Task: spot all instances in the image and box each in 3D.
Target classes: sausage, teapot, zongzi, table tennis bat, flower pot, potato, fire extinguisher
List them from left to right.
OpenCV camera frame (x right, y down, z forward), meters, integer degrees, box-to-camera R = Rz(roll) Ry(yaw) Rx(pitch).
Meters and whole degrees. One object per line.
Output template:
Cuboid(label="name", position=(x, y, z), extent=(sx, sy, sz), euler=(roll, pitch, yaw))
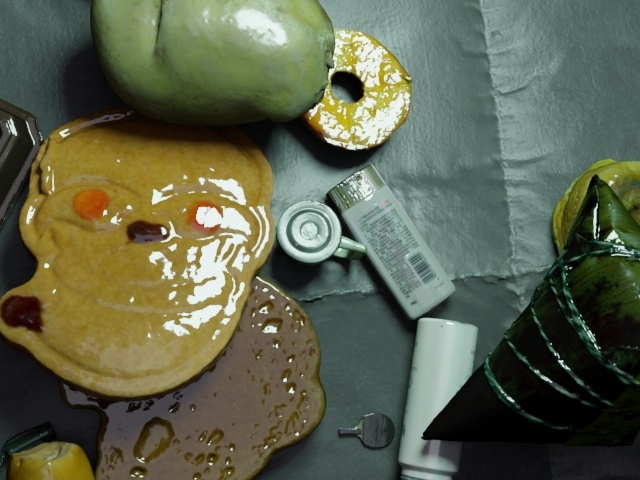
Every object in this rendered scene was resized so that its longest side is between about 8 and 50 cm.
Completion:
Cuboid(label="flower pot", position=(-0.505, -0.099, 1.475), extent=(0.179, 0.084, 0.251), euler=(26, 79, -5))
Cuboid(label="fire extinguisher", position=(-0.409, 0.280, 1.474), extent=(0.083, 0.025, 0.038), euler=(-29, 51, -11))
Cuboid(label="sausage", position=(-0.332, 0.446, 1.408), extent=(0.116, 0.134, 0.354), euler=(-16, 98, -54))
Cuboid(label="potato", position=(-0.143, -0.279, 1.453), extent=(0.326, 0.221, 0.243), euler=(0, 63, -3))
Cuboid(label="teapot", position=(-0.007, 0.005, 1.537), extent=(0.124, 0.091, 0.092), euler=(44, 79, 4))
Cuboid(label="table tennis bat", position=(0.068, 0.277, 1.555), extent=(0.083, 0.007, 0.050), euler=(0, 83, -10))
Cuboid(label="zongzi", position=(0.321, 0.166, 1.444), extent=(0.362, 0.383, 0.319), euler=(-7, 42, -19))

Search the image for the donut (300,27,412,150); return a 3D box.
Cuboid(label="donut", position=(0.039, -0.217, 1.581), extent=(0.190, 0.074, 0.174), euler=(36, 80, 1))

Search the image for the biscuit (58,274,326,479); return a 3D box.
Cuboid(label="biscuit", position=(-0.185, 0.207, 1.493), extent=(0.359, 0.074, 0.381), euler=(36, 82, 0))

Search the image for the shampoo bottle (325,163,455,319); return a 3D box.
Cuboid(label="shampoo bottle", position=(0.103, 0.003, 1.570), extent=(0.086, 0.056, 0.227), euler=(-34, 89, -9))

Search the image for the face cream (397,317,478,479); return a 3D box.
Cuboid(label="face cream", position=(0.163, 0.270, 1.529), extent=(0.092, 0.092, 0.311), euler=(10, 81, -8))

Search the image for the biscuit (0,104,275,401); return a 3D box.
Cuboid(label="biscuit", position=(-0.240, -0.004, 1.465), extent=(0.350, 0.078, 0.455), euler=(10, 68, -8))

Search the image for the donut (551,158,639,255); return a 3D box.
Cuboid(label="donut", position=(0.476, 0.004, 1.593), extent=(0.261, 0.128, 0.208), euler=(35, 80, -2))
